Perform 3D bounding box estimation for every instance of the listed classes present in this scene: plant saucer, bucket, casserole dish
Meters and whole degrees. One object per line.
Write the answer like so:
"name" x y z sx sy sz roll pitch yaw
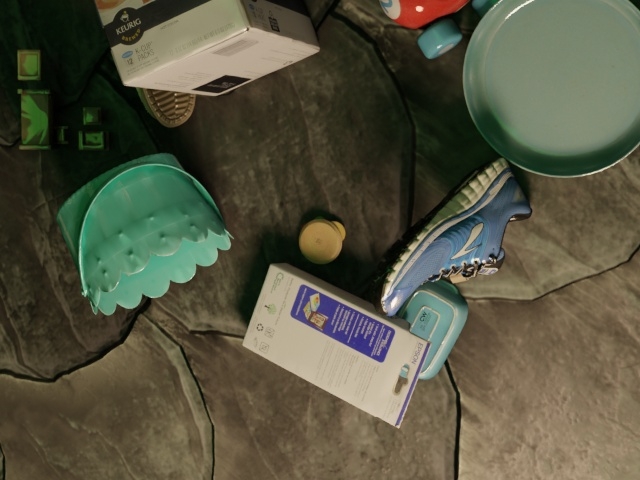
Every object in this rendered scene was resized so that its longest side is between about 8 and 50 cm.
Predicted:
"plant saucer" 0.385 -0.258 1.708 0.318 0.044 0.317 8 112 21
"bucket" -0.313 -0.014 1.879 0.281 0.281 0.183 -34 80 18
"casserole dish" 0.176 0.156 1.851 0.114 0.037 0.188 29 102 14

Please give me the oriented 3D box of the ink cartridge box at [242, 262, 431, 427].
"ink cartridge box" 0.033 0.176 1.860 0.333 0.065 0.165 26 102 25

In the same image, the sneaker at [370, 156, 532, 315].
"sneaker" 0.219 0.014 1.727 0.330 0.130 0.147 -41 93 -14

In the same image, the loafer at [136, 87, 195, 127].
"loafer" -0.303 -0.334 1.934 0.102 0.092 0.268 -22 104 -21

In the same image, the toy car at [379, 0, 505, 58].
"toy car" 0.168 -0.430 1.692 0.210 0.238 0.219 -33 84 18

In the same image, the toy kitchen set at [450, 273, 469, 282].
"toy kitchen set" 0.214 0.042 1.806 0.083 0.075 0.068 -13 91 24

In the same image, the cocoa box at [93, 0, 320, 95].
"cocoa box" -0.186 -0.387 1.753 0.232 0.347 0.227 -20 88 19

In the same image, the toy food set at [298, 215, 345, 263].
"toy food set" 0.000 0.000 1.901 0.083 0.020 0.083 16 100 16

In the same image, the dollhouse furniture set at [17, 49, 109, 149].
"dollhouse furniture set" -0.477 -0.261 2.014 0.161 0.101 0.181 0 95 -7
